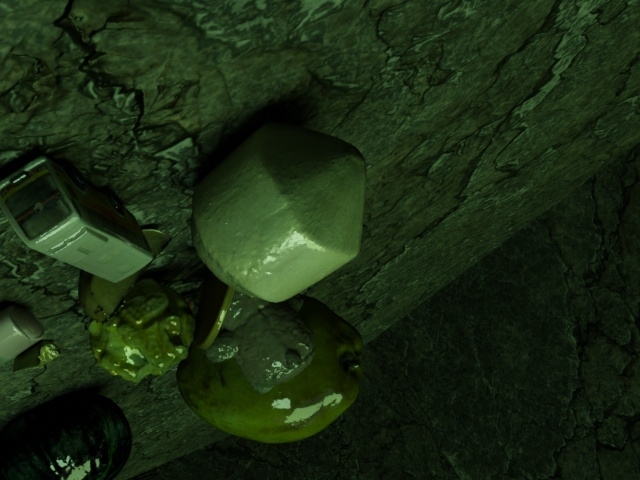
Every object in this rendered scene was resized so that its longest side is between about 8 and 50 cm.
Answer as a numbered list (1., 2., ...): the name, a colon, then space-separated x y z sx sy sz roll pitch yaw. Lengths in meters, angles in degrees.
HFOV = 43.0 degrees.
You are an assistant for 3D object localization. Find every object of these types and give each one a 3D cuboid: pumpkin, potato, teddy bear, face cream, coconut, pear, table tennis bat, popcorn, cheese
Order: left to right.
1. face cream: -0.568 0.196 1.273 0.269 0.073 0.107 -31 167 3
2. cheese: -0.519 0.212 1.471 0.060 0.041 0.084 -27 -179 13
3. pumpkin: -0.583 0.499 1.879 0.315 0.238 0.315 -31 161 -12
4. potato: -0.325 0.039 1.267 0.101 0.089 0.172 -19 -146 58
5. popcorn: -0.318 0.164 1.459 0.187 0.167 0.185 -29 170 10
6. table tennis bat: -0.163 0.050 1.428 0.050 0.198 0.320 19 117 -16
7. teddy bear: -0.130 0.162 1.608 0.236 0.267 0.151 -36 170 -30
8. pear: -0.108 0.281 1.834 0.413 0.352 0.352 0 167 9
9. coconut: -0.046 -0.047 1.178 0.266 0.237 0.237 -40 162 24

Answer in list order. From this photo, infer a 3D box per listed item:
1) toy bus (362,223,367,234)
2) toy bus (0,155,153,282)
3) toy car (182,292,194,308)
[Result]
1. toy bus: 0.000 0.000 1.672 0.194 0.089 0.087 -36 165 17
2. toy bus: -0.305 -0.018 1.036 0.092 0.106 0.268 -33 164 1
3. toy car: -0.297 0.148 1.687 0.122 0.035 0.059 -43 164 31
